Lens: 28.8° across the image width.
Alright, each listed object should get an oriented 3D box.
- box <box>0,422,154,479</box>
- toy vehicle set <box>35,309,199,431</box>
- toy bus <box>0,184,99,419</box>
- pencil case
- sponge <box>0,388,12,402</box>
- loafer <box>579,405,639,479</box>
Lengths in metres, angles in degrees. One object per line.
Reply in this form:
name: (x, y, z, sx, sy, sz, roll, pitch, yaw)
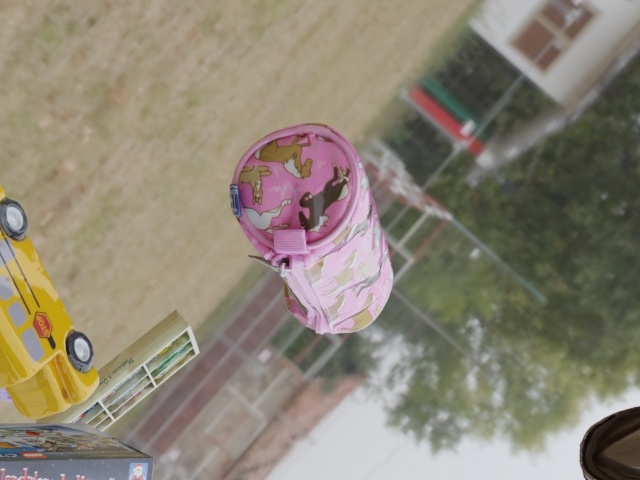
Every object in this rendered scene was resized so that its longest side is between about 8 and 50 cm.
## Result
box: (-0.300, 0.213, 1.194, 0.159, 0.233, 0.044, 10, -86, 55)
toy vehicle set: (-0.308, 0.223, 1.925, 0.267, 0.035, 0.166, -39, 165, -12)
toy bus: (-0.385, 0.060, 1.439, 0.108, 0.333, 0.130, -17, -164, 24)
pencil case: (0.000, 0.000, 1.539, 0.167, 0.160, 0.386, -34, 160, -2)
sponge: (-0.559, 0.231, 2.128, 0.117, 0.210, 0.031, -17, -119, 30)
loafer: (0.452, 0.235, 1.508, 0.366, 0.130, 0.134, -19, -134, 47)
